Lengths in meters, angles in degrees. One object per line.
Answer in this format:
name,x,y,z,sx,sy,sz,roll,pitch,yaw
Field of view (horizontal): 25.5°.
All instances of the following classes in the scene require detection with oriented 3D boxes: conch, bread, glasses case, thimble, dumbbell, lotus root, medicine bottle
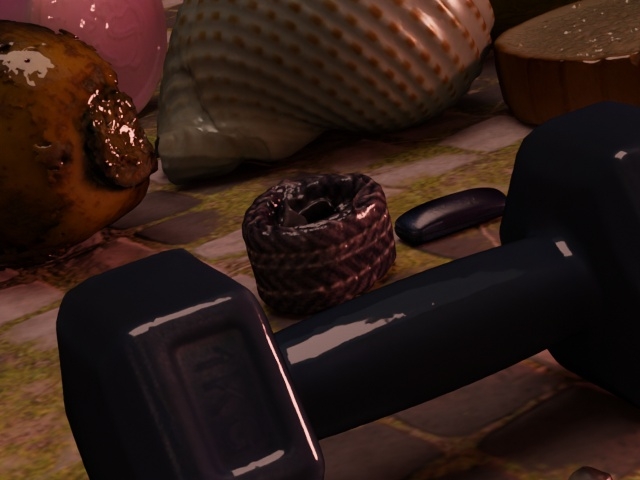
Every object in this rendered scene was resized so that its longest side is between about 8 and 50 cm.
conch,-0.015,-0.191,1.268,0.319,0.215,0.303,-16,9,-11
bread,0.267,-0.158,1.196,0.236,0.070,0.236,-12,20,4
glasses case,0.093,-0.020,0.988,0.083,0.023,0.033,-19,18,-16
thimble,0.000,0.001,0.927,0.095,0.066,0.104,-11,22,8
dumbbell,0.047,0.045,0.658,0.325,0.144,0.160,-21,22,-20
lotus root,-0.298,-0.078,1.145,0.397,0.196,0.179,-1,17,36
medicine bottle,-0.354,-0.223,1.552,0.325,0.212,0.212,2,24,37

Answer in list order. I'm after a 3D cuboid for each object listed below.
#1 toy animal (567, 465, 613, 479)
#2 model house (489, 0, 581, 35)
toy animal,0.104,0.138,0.453,0.255,0.090,0.170,-14,23,4
model house,0.243,-0.315,1.460,0.237,0.215,0.303,-5,26,19
